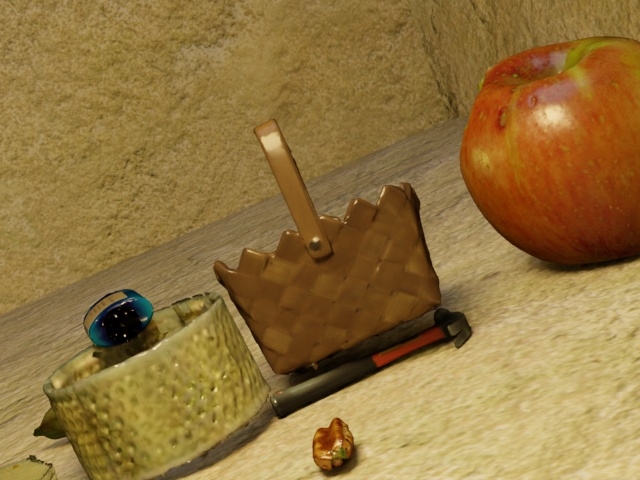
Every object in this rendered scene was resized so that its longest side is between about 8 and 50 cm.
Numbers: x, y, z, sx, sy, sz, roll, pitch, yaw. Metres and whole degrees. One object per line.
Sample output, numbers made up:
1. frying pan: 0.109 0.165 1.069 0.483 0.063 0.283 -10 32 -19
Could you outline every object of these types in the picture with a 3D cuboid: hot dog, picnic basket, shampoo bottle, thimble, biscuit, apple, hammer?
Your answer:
1. hot dog: 0.015 0.224 1.293 0.049 0.037 0.122 -31 4 4
2. picnic basket: 0.000 0.000 1.613 0.291 0.321 0.254 -25 -8 2
3. shampoo bottle: -0.261 0.100 1.528 0.087 0.050 0.183 -31 10 -12
4. thimble: -0.210 0.189 1.525 0.271 0.150 0.271 -25 9 4
5. biscuit: -0.411 0.337 1.479 0.147 0.046 0.250 -20 10 10
6. apple: 0.370 -0.123 1.686 0.339 0.339 0.339 -20 10 3
7. hammer: 0.067 0.159 1.546 0.288 0.033 0.111 -23 9 -14

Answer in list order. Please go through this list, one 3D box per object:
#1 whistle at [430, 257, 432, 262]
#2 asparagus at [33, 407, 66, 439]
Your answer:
1. whistle: 0.052 0.082 1.796 0.253 0.106 0.101 -25 39 11
2. asparagus: -0.258 0.223 1.719 0.343 0.082 0.085 -19 34 16
